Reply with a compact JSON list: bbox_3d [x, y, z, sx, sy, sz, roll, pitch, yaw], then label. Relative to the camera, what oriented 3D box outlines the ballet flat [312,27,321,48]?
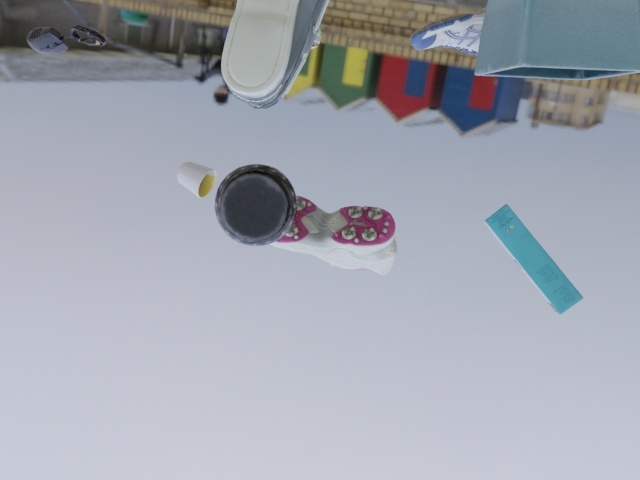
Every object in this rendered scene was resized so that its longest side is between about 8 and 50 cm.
[{"bbox_3d":[-0.038,-0.442,1.706,0.079,0.077,0.221,7,-179,2],"label":"ballet flat"}]

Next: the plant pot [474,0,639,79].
[{"bbox_3d":[0.454,-0.443,1.529,0.248,0.252,0.247,0,-172,-8],"label":"plant pot"}]

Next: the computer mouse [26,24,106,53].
[{"bbox_3d":[-0.549,-0.423,1.722,0.242,0.041,0.071,8,153,38],"label":"computer mouse"}]

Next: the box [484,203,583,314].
[{"bbox_3d":[0.438,0.038,1.668,0.244,0.060,0.100,52,-172,7],"label":"box"}]

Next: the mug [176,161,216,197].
[{"bbox_3d":[-0.249,-0.119,1.590,0.064,0.078,0.062,28,-136,16],"label":"mug"}]

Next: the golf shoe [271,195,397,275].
[{"bbox_3d":[0.000,0.000,1.496,0.306,0.140,0.115,11,-125,27],"label":"golf shoe"}]

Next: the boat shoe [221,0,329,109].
[{"bbox_3d":[-0.045,-0.323,1.066,0.116,0.319,0.099,16,169,12],"label":"boat shoe"}]

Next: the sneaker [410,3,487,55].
[{"bbox_3d":[0.373,-0.497,1.975,0.296,0.131,0.112,-15,-159,4],"label":"sneaker"}]

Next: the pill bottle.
[{"bbox_3d":[-0.096,-0.055,1.221,0.123,0.123,0.219,8,-176,-3],"label":"pill bottle"}]
